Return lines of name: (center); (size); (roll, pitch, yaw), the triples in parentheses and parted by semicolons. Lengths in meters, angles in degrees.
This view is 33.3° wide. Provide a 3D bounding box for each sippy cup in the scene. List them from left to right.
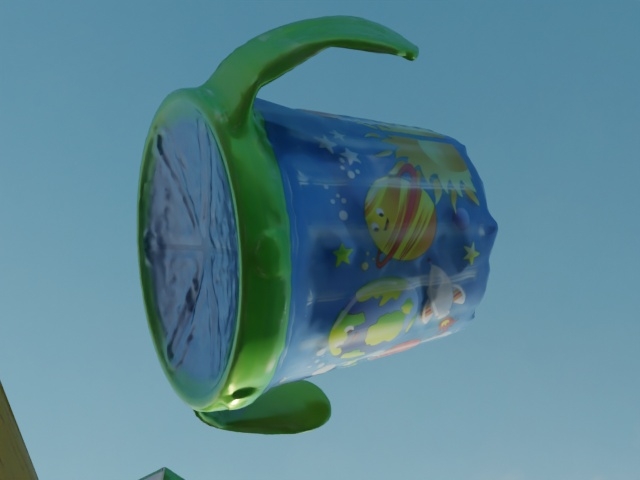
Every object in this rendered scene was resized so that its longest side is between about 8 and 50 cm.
sippy cup: (0.000, 0.000, 0.811); (0.305, 0.224, 0.240); (-46, -127, 57)

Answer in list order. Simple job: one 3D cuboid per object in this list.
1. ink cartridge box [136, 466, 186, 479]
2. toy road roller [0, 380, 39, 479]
ink cartridge box: (-0.121, 0.312, 0.950); (0.160, 0.093, 0.219); (-31, -56, 28)
toy road roller: (-0.242, 0.137, 0.368); (0.329, 0.240, 0.203); (2, -63, 27)
